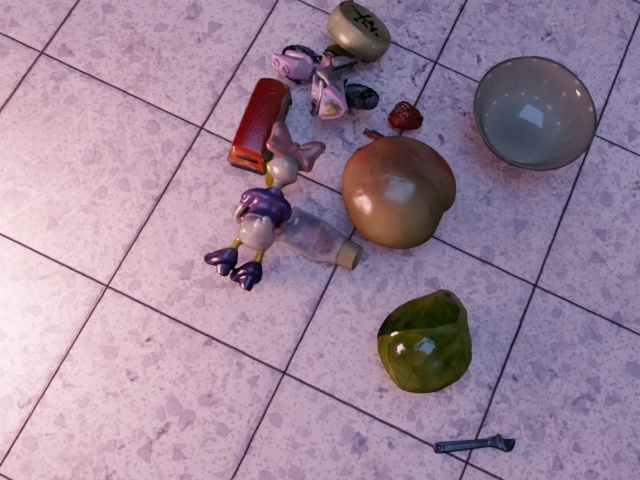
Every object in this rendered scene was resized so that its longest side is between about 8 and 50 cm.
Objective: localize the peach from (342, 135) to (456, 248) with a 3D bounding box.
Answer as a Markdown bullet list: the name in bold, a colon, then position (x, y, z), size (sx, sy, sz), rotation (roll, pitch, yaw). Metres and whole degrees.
- **peach**: position (0.195, -0.128, 1.788), size (0.293, 0.247, 0.292), rotation (-1, 93, -15)

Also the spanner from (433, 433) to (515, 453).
- **spanner**: position (0.381, 0.506, 1.731), size (0.209, 0.012, 0.046), rotation (-4, 74, -6)

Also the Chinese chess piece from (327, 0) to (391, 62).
- **Chinese chess piece**: position (0.110, -0.589, 1.969), size (0.189, 0.083, 0.188), rotation (24, 39, -21)

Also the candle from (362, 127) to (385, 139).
- **candle**: position (0.197, -0.269, 1.951), size (0.167, 0.021, 0.026), rotation (28, 74, 5)

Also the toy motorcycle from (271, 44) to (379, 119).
- **toy motorcycle**: position (-0.003, -0.433, 1.905), size (0.327, 0.143, 0.188), rotation (37, 49, 21)

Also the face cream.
- **face cream**: position (0.000, 0.000, 1.839), size (0.224, 0.070, 0.114), rotation (25, 72, 16)

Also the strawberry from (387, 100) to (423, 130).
- **strawberry**: position (0.238, -0.343, 1.947), size (0.097, 0.083, 0.083), rotation (26, 73, 4)

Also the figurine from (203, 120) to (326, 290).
- **figurine**: position (-0.142, -0.084, 1.764), size (0.154, 0.193, 0.420), rotation (26, 74, -11)

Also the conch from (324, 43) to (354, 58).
- **conch**: position (0.051, -0.529, 2.006), size (0.089, 0.074, 0.121), rotation (24, 88, 37)

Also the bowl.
- **bowl**: position (0.564, -0.320, 1.926), size (0.338, 0.157, 0.336), rotation (1, 73, -3)

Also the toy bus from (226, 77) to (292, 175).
- **toy bus**: position (-0.157, -0.319, 1.884), size (0.121, 0.120, 0.264), rotation (18, 72, 2)

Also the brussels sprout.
- **brussels sprout**: position (0.259, 0.241, 1.704), size (0.210, 0.219, 0.271), rotation (50, 55, -7)
